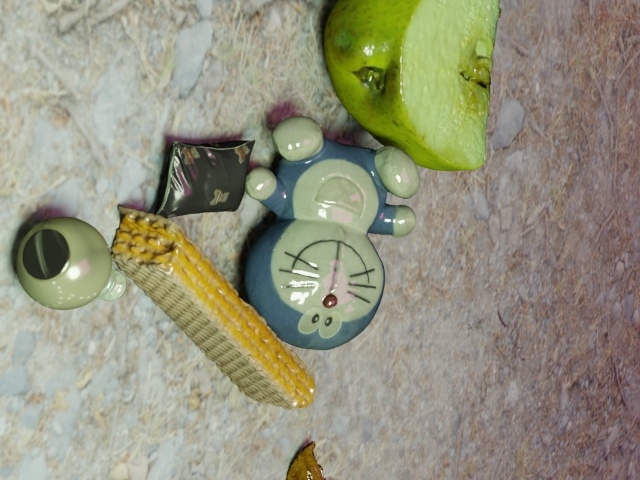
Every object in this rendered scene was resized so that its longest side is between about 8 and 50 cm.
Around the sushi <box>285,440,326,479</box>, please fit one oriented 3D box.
[{"bbox_3d":[-0.016,0.321,1.697,0.047,0.050,0.099,-7,93,-50],"label":"sushi"}]

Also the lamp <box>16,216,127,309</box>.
[{"bbox_3d":[-0.238,0.033,1.260,0.163,0.091,0.091,45,62,-70],"label":"lamp"}]

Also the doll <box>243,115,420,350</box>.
[{"bbox_3d":[0.000,0.000,1.518,0.228,0.154,0.258,15,76,-25],"label":"doll"}]

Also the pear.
[{"bbox_3d":[0.101,-0.227,1.596,0.292,0.159,0.292,-16,110,-52],"label":"pear"}]

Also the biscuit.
[{"bbox_3d":[-0.115,0.092,1.438,0.054,0.094,0.379,-62,144,-21],"label":"biscuit"}]

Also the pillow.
[{"bbox_3d":[-0.127,-0.068,1.407,0.150,0.048,0.090,-8,104,-57],"label":"pillow"}]
